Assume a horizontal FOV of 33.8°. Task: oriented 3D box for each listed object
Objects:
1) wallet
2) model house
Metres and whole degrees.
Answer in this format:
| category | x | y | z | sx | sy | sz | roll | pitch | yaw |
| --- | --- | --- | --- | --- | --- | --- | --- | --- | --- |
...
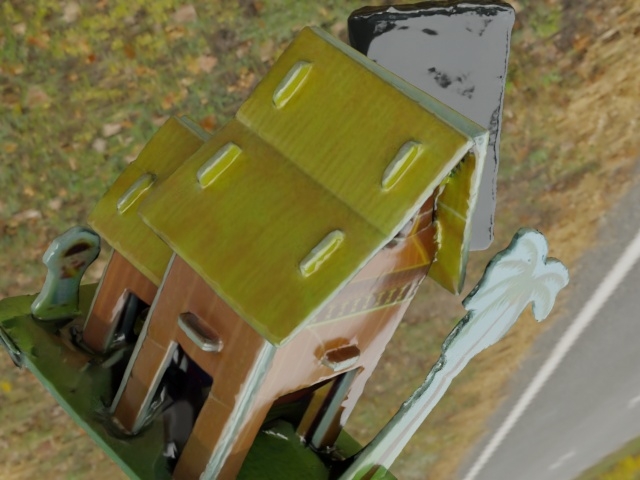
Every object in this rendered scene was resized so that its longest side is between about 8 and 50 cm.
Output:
| category | x | y | z | sx | sy | sz | roll | pitch | yaw |
| --- | --- | --- | --- | --- | --- | --- | --- | --- | --- |
| wallet | 0.097 | -0.095 | 0.978 | 0.146 | 0.030 | 0.285 | -3 | 130 | 0 |
| model house | 0.000 | 0.000 | 0.793 | 0.340 | 0.300 | 0.323 | -11 | 134 | -50 |
